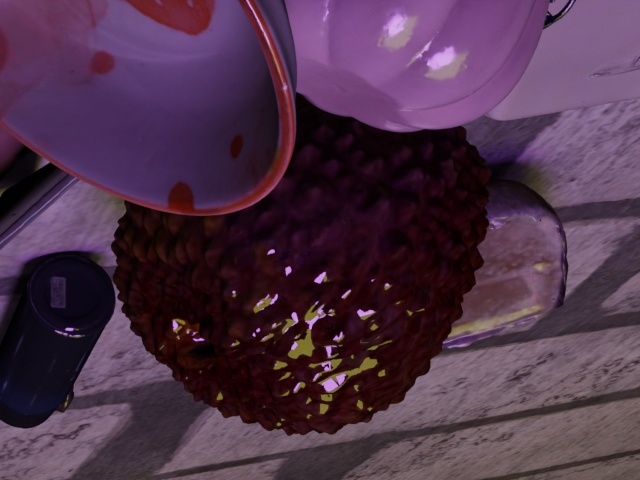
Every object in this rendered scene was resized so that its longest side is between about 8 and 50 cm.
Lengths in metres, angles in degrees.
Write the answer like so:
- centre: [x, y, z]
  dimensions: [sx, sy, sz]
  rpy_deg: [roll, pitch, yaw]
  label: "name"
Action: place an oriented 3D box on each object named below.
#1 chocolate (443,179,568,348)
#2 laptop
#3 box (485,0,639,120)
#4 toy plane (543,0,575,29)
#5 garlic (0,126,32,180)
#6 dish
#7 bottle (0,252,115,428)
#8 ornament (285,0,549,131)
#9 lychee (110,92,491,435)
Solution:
- centre: [0.055, 0.028, 1.537]
  dimensions: [0.303, 0.100, 0.185]
  rpy_deg: [-18, 150, -3]
  label: "chocolate"
- centre: [-0.218, 0.004, 1.135]
  dimensions: [0.187, 0.015, 0.269]
  rpy_deg: [-45, -169, -22]
  label: "laptop"
- centre: [0.195, -0.160, 1.236]
  dimensions: [0.142, 0.044, 0.285]
  rpy_deg: [-11, 160, -9]
  label: "box"
- centre: [0.070, -0.148, 1.093]
  dimensions: [0.235, 0.096, 0.060]
  rpy_deg: [-32, 163, 31]
  label: "toy plane"
- centre: [-0.282, -0.029, 1.098]
  dimensions: [0.338, 0.151, 0.196]
  rpy_deg: [-40, 171, 15]
  label: "garlic"
- centre: [-0.102, -0.135, 0.890]
  dimensions: [0.085, 0.260, 0.260]
  rpy_deg: [-52, 179, -31]
  label: "dish"
- centre: [-0.228, 0.091, 1.512]
  dimensions: [0.082, 0.072, 0.244]
  rpy_deg: [15, 151, -14]
  label: "bottle"
- centre: [0.040, -0.149, 0.972]
  dimensions: [0.177, 0.178, 0.177]
  rpy_deg: [-15, 160, -6]
  label: "ornament"
- centre: [0.000, 0.000, 1.252]
  dimensions: [0.271, 0.271, 0.271]
  rpy_deg: [-15, 160, -6]
  label: "lychee"
